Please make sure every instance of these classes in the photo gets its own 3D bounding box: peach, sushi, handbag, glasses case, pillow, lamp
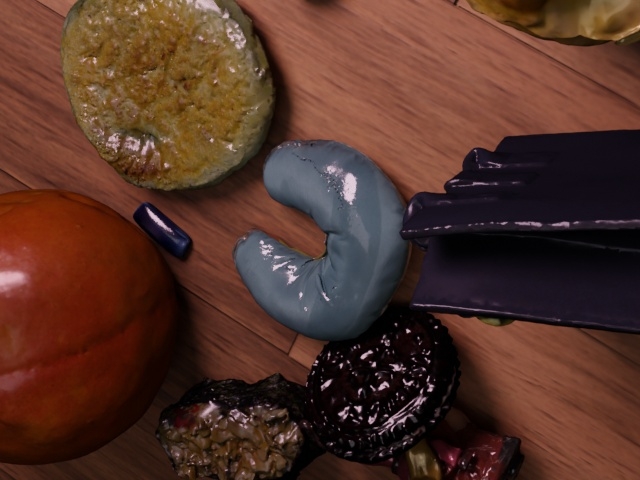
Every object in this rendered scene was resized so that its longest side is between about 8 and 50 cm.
[{"bbox_3d":[-0.351,0.111,1.349,0.342,0.301,0.343,10,116,22],"label":"peach"},{"bbox_3d":[-0.099,0.254,1.400,0.212,0.115,0.147,0,112,26],"label":"sushi"},{"bbox_3d":[0.256,-0.016,0.982,0.329,0.303,0.122,1,110,27],"label":"handbag"},{"bbox_3d":[-0.199,-0.013,1.383,0.083,0.023,0.033,40,126,5],"label":"glasses case"},{"bbox_3d":[0.000,0.000,1.249,0.214,0.086,0.233,31,120,22],"label":"pillow"},{"bbox_3d":[0.108,0.233,1.293,0.253,0.118,0.118,21,120,21],"label":"lamp"}]

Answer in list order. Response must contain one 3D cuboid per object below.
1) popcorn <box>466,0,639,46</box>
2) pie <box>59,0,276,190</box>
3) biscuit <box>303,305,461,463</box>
[{"bbox_3d":[0.260,-0.289,0.919,0.332,0.225,0.265,12,132,-2],"label":"popcorn"},{"bbox_3d":[-0.175,-0.184,1.267,0.277,0.078,0.277,8,115,18],"label":"pie"},{"bbox_3d":[0.067,0.158,1.238,0.194,0.195,0.053,-10,137,30],"label":"biscuit"}]
